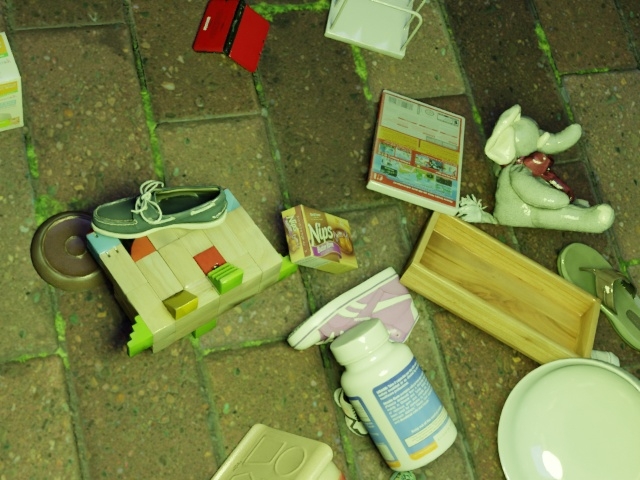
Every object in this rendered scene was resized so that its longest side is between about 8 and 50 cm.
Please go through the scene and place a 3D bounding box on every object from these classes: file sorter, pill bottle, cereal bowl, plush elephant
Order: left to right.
[{"bbox_3d":[0.145,-0.597,2.180,0.193,0.173,0.277,15,66,-11],"label":"file sorter"},{"bbox_3d":[0.133,0.290,1.826,0.152,0.152,0.272,-33,97,-24],"label":"pill bottle"},{"bbox_3d":[0.459,-0.158,2.056,0.330,0.272,0.255,4,94,10],"label":"plush elephant"},{"bbox_3d":[0.528,0.396,1.874,0.141,0.339,0.339,4,63,-57],"label":"cereal bowl"}]

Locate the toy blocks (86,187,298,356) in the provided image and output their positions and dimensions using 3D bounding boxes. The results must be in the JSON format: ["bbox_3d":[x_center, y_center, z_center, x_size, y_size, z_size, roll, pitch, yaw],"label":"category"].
[{"bbox_3d":[-0.267,0.029,1.841,0.381,0.190,0.261,-29,69,-23],"label":"toy blocks"}]

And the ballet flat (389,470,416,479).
[{"bbox_3d":[0.143,0.520,1.823,0.070,0.070,0.188,28,65,-5],"label":"ballet flat"}]

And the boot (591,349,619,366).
[{"bbox_3d":[0.554,0.348,2.003,0.123,0.095,0.258,12,60,-3],"label":"boot"}]

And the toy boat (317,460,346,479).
[{"bbox_3d":[-0.041,0.508,1.750,0.231,0.151,0.151,-46,118,-25],"label":"toy boat"}]

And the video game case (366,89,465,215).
[{"bbox_3d":[0.214,-0.196,2.094,0.204,0.025,0.285,18,51,-9],"label":"video game case"}]

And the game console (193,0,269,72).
[{"bbox_3d":[-0.197,-0.453,2.113,0.124,0.085,0.144,6,64,19],"label":"game console"}]

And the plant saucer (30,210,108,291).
[{"bbox_3d":[-0.475,0.016,1.849,0.169,0.029,0.168,5,70,-15],"label":"plant saucer"}]

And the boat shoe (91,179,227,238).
[{"bbox_3d":[-0.300,-0.060,1.770,0.255,0.079,0.095,-2,51,-3],"label":"boat shoe"}]

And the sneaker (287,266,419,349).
[{"bbox_3d":[0.080,0.180,1.913,0.282,0.102,0.161,-28,83,-24],"label":"sneaker"}]

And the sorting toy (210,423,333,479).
[{"bbox_3d":[-0.097,0.432,1.730,0.193,0.208,0.038,-50,126,-28],"label":"sorting toy"}]

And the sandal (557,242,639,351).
[{"bbox_3d":[0.654,0.114,2.111,0.303,0.086,0.120,44,65,3],"label":"sandal"}]

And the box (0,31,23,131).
[{"bbox_3d":[-0.638,-0.294,1.819,0.114,0.203,0.103,-17,76,-21],"label":"box"}]

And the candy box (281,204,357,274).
[{"bbox_3d":[0.000,0.000,1.922,0.187,0.053,0.109,19,56,-58],"label":"candy box"}]

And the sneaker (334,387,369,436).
[{"bbox_3d":[0.065,0.338,1.879,0.040,0.044,0.109,-31,83,-26],"label":"sneaker"}]

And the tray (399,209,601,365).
[{"bbox_3d":[0.381,0.108,2.000,0.411,0.076,0.203,30,44,0],"label":"tray"}]
